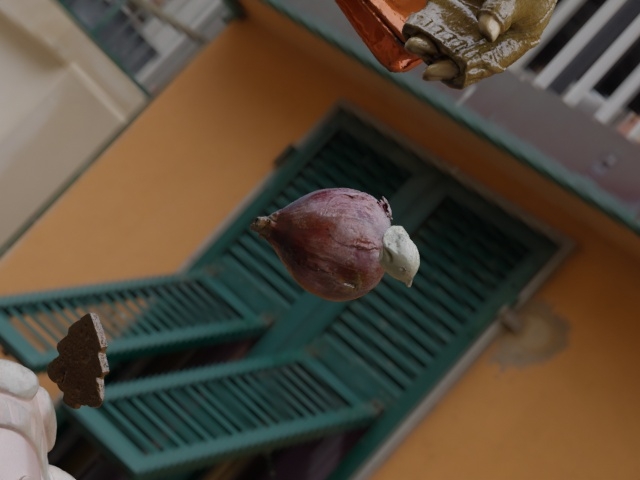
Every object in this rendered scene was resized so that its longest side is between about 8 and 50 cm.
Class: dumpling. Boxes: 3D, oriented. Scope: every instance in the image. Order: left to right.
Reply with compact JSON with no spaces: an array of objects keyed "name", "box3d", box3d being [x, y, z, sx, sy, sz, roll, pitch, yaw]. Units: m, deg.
[{"name":"dumpling","box3d":[0.093,0.013,1.648,0.077,0.059,0.043,39,-47,-24]}]

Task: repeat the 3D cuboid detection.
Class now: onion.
[{"name":"onion","box3d":[0.000,0.000,1.944,0.194,0.160,0.159,12,-1,-15]}]

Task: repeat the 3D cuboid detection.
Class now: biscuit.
[{"name":"biscuit","box3d":[-0.307,0.155,1.850,0.119,0.130,0.019,26,16,39]}]

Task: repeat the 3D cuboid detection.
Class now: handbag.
[{"name":"handbag","box3d":[0.139,-0.534,2.619,0.410,0.303,0.116,54,-23,1]}]

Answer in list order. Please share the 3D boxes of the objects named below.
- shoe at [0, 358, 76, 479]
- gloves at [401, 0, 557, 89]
[{"name":"shoe","box3d":[-0.299,0.274,1.219,0.198,0.171,0.351,-89,172,-48]},{"name":"gloves","box3d":[0.283,-0.365,2.286,0.203,0.356,0.155,7,-47,59]}]
